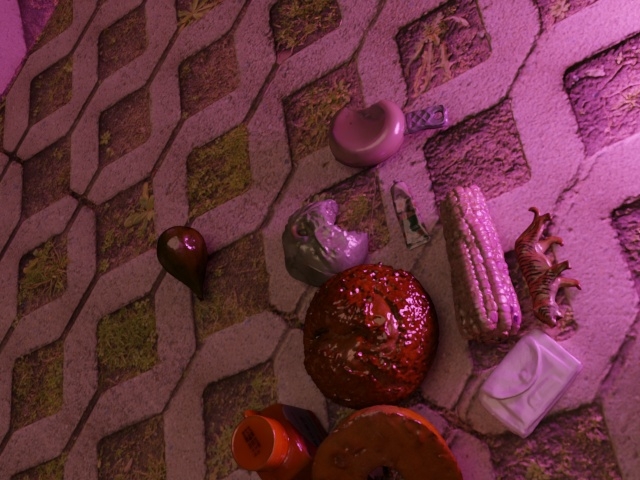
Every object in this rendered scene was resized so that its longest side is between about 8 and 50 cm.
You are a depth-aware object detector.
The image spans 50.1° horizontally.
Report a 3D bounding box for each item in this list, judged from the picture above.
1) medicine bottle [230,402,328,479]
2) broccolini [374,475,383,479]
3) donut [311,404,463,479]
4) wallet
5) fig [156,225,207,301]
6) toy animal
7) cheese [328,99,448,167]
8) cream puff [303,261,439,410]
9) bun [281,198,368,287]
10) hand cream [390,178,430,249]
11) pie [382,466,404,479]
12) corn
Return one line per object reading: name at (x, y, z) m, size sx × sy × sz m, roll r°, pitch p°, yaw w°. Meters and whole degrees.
medicine bottle at (-0.074, 0.412, 1.367) m, size 0.112 × 0.222 × 0.149 m, roll -41°, pitch 57°, yaw 11°
broccolini at (0.102, 0.568, 1.319) m, size 0.044 × 0.042 × 0.218 m, roll 1°, pitch 71°, yaw 29°
donut at (0.125, 0.427, 1.260) m, size 0.277 × 0.108 × 0.278 m, roll 2°, pitch 100°, yaw 9°
wallet at (0.385, 0.263, 1.274) m, size 0.124 × 0.032 × 0.183 m, roll 41°, pitch 93°, yaw 32°
fig at (-0.349, 0.059, 1.713) m, size 0.126 × 0.133 × 0.185 m, roll 4°, pitch 75°, yaw -7°
toy animal at (0.428, 0.046, 1.315) m, size 0.099 × 0.056 × 0.241 m, roll -24°, pitch 62°, yaw 21°
cheese at (0.155, -0.260, 1.577) m, size 0.286 × 0.082 × 0.163 m, roll -12°, pitch 67°, yaw 23°
cream puff at (0.088, 0.187, 1.365) m, size 0.302 × 0.212 × 0.303 m, roll -9°, pitch 70°, yaw 26°
bun at (0.000, 0.000, 1.540) m, size 0.212 × 0.126 × 0.204 m, roll 12°, pitch 80°, yaw 32°
hand cream at (0.192, -0.062, 1.512) m, size 0.057 × 0.037 × 0.165 m, roll -25°, pitch 67°, yaw 20°
pie at (0.159, 0.443, 1.345) m, size 0.085 × 0.017 × 0.085 m, roll -12°, pitch 66°, yaw 27°
corn at (0.310, 0.040, 1.350) m, size 0.126 × 0.126 × 0.336 m, roll -17°, pitch 63°, yaw 24°
